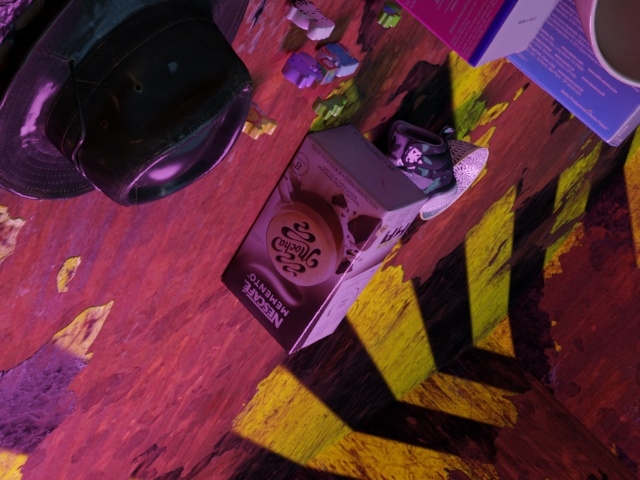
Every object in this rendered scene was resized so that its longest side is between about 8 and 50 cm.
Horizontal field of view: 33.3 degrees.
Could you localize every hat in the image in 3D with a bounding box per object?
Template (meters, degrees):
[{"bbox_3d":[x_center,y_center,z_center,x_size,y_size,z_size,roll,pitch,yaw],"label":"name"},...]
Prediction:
[{"bbox_3d":[-0.152,-0.128,1.020,0.331,0.134,0.331,-39,161,-17],"label":"hat"}]

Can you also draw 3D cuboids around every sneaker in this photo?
[{"bbox_3d":[0.098,-0.104,1.693,0.268,0.101,0.153,-19,132,-20],"label":"sneaker"}]

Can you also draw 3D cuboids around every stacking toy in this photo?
[{"bbox_3d":[-0.002,-0.215,1.300,0.221,0.052,0.167,-24,154,-52],"label":"stacking toy"}]

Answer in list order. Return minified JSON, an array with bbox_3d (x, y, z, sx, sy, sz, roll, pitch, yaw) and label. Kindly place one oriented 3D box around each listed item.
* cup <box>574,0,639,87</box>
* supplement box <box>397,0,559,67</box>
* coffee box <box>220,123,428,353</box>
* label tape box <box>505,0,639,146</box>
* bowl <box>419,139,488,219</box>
[{"bbox_3d":[0.493,-0.422,1.543,0.331,0.237,0.331,-10,135,-10],"label":"cup"},{"bbox_3d":[0.140,-0.301,1.139,0.111,0.220,0.114,-25,154,-46],"label":"supplement box"},{"bbox_3d":[0.000,0.000,1.576,0.119,0.168,0.297,-21,150,-52],"label":"coffee box"},{"bbox_3d":[0.502,-0.365,1.747,0.348,0.249,0.115,-50,161,16],"label":"label tape box"},{"bbox_3d":[0.213,-0.125,1.911,0.170,0.080,0.170,-40,162,-16],"label":"bowl"}]
